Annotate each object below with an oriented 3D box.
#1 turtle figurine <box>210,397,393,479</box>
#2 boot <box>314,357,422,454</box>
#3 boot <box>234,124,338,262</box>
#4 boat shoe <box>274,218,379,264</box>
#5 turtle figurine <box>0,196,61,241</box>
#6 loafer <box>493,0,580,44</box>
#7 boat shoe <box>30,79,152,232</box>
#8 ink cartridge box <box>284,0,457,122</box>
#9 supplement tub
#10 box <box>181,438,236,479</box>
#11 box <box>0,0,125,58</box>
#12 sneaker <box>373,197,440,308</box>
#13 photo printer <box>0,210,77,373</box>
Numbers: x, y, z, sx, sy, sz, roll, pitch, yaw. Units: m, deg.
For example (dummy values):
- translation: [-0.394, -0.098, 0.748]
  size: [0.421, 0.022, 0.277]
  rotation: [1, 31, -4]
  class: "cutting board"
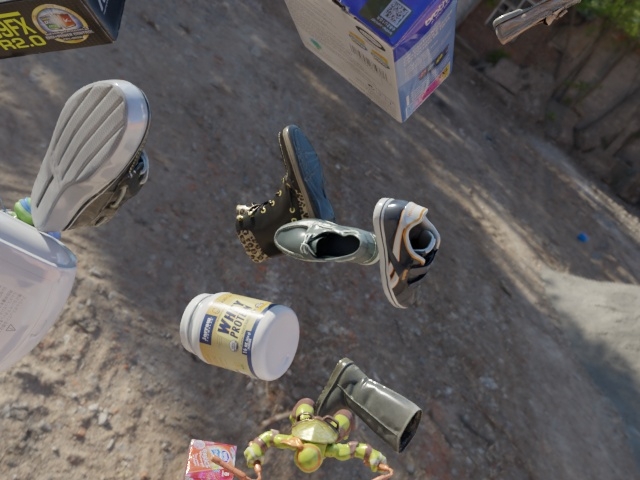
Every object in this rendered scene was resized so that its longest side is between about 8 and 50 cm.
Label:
- translation: [-0.021, 0.310, 0.949]
  size: [0.269, 0.087, 0.217]
  rotation: [0, 2, 5]
  class: "turtle figurine"
- translation: [0.093, 0.366, 1.241]
  size: [0.208, 0.190, 0.076]
  rotation: [32, 22, 30]
  class: "boot"
- translation: [-0.122, -0.117, 1.744]
  size: [0.138, 0.284, 0.378]
  rotation: [-38, 112, -59]
  class: "boot"
- translation: [0.000, 0.000, 1.555]
  size: [0.319, 0.116, 0.099]
  rotation: [8, -3, 31]
  class: "boat shoe"
- translation: [-0.623, -0.008, 1.056]
  size: [0.274, 0.266, 0.198]
  rotation: [36, 3, -20]
  class: "turtle figurine"
- translation: [0.320, -0.326, 0.883]
  size: [0.045, 0.125, 0.039]
  rotation: [-10, 84, -72]
  class: "loafer"
- translation: [-0.301, -0.112, 0.838]
  size: [0.119, 0.335, 0.121]
  rotation: [-6, 73, -43]
  class: "boat shoe"
- translation: [0.073, -0.376, 0.963]
  size: [0.270, 0.151, 0.395]
  rotation: [42, 3, 12]
  class: "ink cartridge box"
- translation: [-0.249, 0.286, 1.850]
  size: [0.316, 0.229, 0.228]
  rotation: [9, 11, 28]
  class: "supplement tub"
- translation: [-0.319, 0.679, 1.644]
  size: [0.128, 0.257, 0.123]
  rotation: [12, 31, -11]
  class: "box"
- translation: [-0.270, -0.286, 0.540]
  size: [0.060, 0.216, 0.270]
  rotation: [63, 27, -63]
  class: "box"
- translation: [0.218, 0.048, 1.450]
  size: [0.127, 0.321, 0.126]
  rotation: [9, 44, 31]
  class: "sneaker"
- translation: [-0.533, 0.059, 0.865]
  size: [0.307, 0.256, 0.107]
  rotation: [33, 12, -32]
  class: "photo printer"
